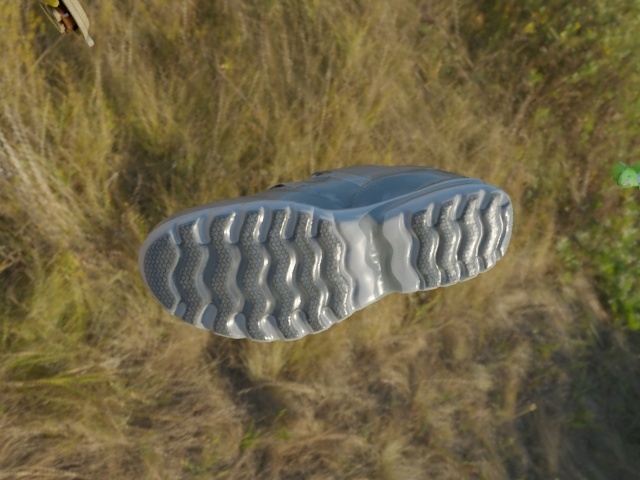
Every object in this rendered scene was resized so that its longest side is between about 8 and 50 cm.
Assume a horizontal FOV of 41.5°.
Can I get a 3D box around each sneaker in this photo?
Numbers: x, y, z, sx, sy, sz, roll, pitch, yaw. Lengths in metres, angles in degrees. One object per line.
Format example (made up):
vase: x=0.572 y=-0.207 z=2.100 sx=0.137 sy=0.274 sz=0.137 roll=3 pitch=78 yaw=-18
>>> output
sneaker: x=0.000 y=0.000 z=0.641 sx=0.281 sy=0.105 sz=0.115 roll=-7 pitch=24 yaw=-22

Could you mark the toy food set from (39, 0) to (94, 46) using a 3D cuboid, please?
toy food set: x=-0.257 y=-0.230 z=0.753 sx=0.132 sy=0.038 sz=0.192 roll=52 pitch=-10 yaw=-5

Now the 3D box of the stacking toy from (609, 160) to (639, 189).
stacking toy: x=0.390 y=-0.075 z=0.756 sx=0.167 sy=0.221 sz=0.052 roll=-102 pitch=166 yaw=-63
